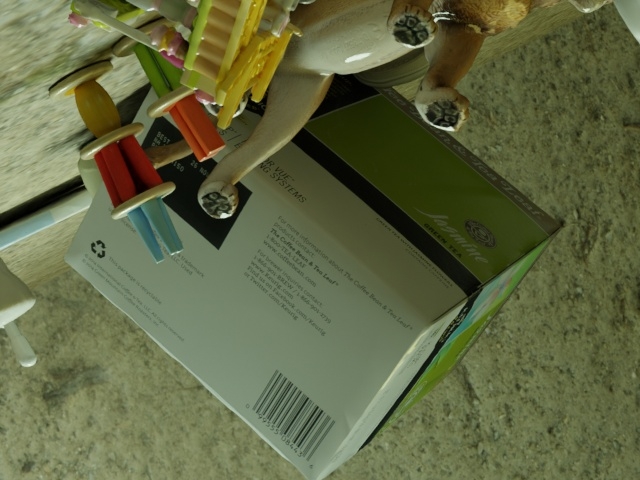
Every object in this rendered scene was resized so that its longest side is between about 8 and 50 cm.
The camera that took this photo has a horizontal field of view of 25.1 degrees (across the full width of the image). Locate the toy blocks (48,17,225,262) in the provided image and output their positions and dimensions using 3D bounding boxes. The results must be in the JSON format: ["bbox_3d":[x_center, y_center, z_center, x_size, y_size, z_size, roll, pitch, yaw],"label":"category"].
[{"bbox_3d":[-0.116,-0.068,1.035,0.123,0.148,0.054,-27,-179,31],"label":"toy blocks"}]

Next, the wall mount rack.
[{"bbox_3d":[-0.273,0.020,1.603,0.350,0.130,0.304,-28,-170,-13],"label":"wall mount rack"}]

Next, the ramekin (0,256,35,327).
[{"bbox_3d":[-0.353,0.049,0.998,0.277,0.135,0.277,-28,180,0],"label":"ramekin"}]

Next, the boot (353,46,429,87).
[{"bbox_3d":[0.107,-0.230,1.330,0.258,0.095,0.123,-37,170,26],"label":"boot"}]

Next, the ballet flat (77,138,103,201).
[{"bbox_3d":[-0.195,-0.066,1.503,0.086,0.086,0.248,-28,180,8],"label":"ballet flat"}]

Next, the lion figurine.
[{"bbox_3d":[0.036,-0.167,1.104,0.392,0.142,0.240,-12,-143,29],"label":"lion figurine"}]

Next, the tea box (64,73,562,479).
[{"bbox_3d":[0.000,0.000,1.381,0.323,0.329,0.220,-28,155,-55],"label":"tea box"}]

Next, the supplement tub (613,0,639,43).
[{"bbox_3d":[0.464,-0.325,1.426,0.331,0.241,0.241,-28,180,36],"label":"supplement tub"}]

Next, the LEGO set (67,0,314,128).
[{"bbox_3d":[-0.068,-0.143,0.746,0.132,0.107,0.287,-63,177,-4],"label":"LEGO set"}]
